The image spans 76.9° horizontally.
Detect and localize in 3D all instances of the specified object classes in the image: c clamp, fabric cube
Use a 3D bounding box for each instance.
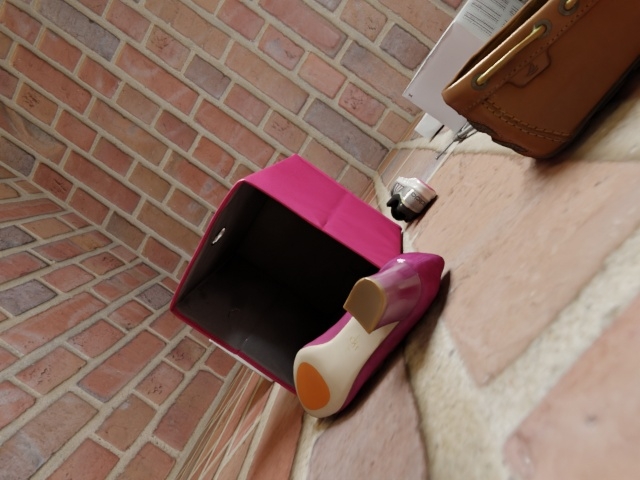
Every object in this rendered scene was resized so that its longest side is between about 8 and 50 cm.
[{"bbox_3d":[0.285,-0.217,0.738,0.137,0.022,0.160,-50,0,-6],"label":"c clamp"},{"bbox_3d":[-0.038,0.038,0.677,0.254,0.259,0.258,-55,1,23],"label":"fabric cube"}]

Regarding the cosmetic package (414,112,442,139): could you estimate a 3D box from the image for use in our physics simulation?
[{"bbox_3d":[0.365,-0.396,1.124,0.098,0.060,0.239,-52,0,-34],"label":"cosmetic package"}]

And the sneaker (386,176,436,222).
[{"bbox_3d":[0.154,-0.072,0.751,0.074,0.063,0.170,-49,7,2],"label":"sneaker"}]

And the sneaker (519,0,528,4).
[{"bbox_3d":[0.472,-0.599,0.834,0.279,0.107,0.118,-47,-11,-14],"label":"sneaker"}]

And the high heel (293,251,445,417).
[{"bbox_3d":[0.050,0.110,0.454,0.117,0.082,0.243,-15,-43,-41],"label":"high heel"}]

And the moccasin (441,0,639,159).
[{"bbox_3d":[0.248,-0.256,0.321,0.380,0.147,0.139,-54,6,25],"label":"moccasin"}]

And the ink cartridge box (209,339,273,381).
[{"bbox_3d":[-0.128,0.192,1.094,0.270,0.197,0.198,-55,2,0],"label":"ink cartridge box"}]

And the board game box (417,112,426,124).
[{"bbox_3d":[0.447,-0.511,1.325,0.317,0.046,0.213,-54,3,15],"label":"board game box"}]

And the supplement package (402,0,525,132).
[{"bbox_3d":[0.313,-0.380,0.841,0.203,0.149,0.194,-56,2,-30],"label":"supplement package"}]
